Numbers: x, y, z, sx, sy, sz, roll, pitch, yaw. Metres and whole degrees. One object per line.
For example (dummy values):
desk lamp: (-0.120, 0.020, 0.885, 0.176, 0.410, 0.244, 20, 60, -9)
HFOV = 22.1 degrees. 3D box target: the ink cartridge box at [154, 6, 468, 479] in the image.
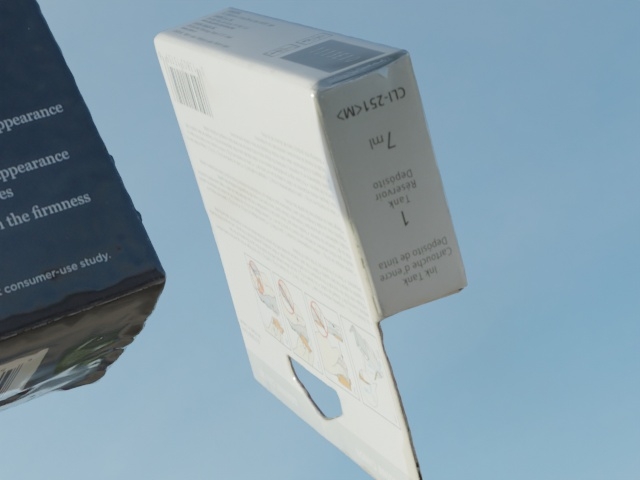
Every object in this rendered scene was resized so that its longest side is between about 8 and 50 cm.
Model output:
ink cartridge box: (0.000, 0.000, 0.924, 0.060, 0.239, 0.275, -22, 19, -16)

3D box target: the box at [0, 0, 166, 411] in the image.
box: (-0.171, -0.033, 0.562, 0.153, 0.207, 0.108, -19, -15, -28)
